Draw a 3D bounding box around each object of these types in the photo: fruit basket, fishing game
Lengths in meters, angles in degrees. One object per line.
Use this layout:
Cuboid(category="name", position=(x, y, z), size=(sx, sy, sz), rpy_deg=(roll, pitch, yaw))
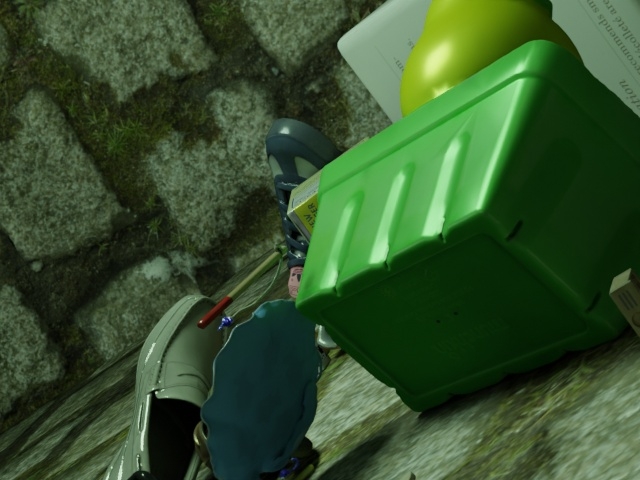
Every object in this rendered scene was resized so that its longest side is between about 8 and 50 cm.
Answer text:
Cuboid(category="fruit basket", position=(0.171, -0.067, 1.579), size=(0.392, 0.283, 0.392), rpy_deg=(-44, 16, 16))
Cuboid(category="fishing game", position=(-0.059, 0.140, 1.599), size=(0.041, 0.264, 0.189), rpy_deg=(14, 39, 31))

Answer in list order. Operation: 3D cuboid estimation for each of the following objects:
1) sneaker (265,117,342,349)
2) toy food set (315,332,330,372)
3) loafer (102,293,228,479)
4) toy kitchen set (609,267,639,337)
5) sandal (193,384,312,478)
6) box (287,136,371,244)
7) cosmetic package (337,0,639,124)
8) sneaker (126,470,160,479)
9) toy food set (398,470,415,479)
Cuboid(category="sneaker", position=(0.000, 0.000, 2.100), size=(0.112, 0.319, 0.131), rpy_deg=(8, 47, 42))
Cuboid(category="toy food set", position=(-0.070, 0.151, 2.149), size=(0.111, 0.104, 0.232), rpy_deg=(-34, 6, 21))
Cuboid(category="loafer", position=(-0.162, 0.197, 1.967), size=(0.111, 0.112, 0.319), rpy_deg=(-24, 42, 45))
Cuboid(category="toy kitchen set", position=(0.259, 0.048, 1.207), size=(0.083, 0.075, 0.068), rpy_deg=(-33, 8, 23))
Cuboid(category="sandal", position=(-0.081, 0.213, 1.795), size=(0.086, 0.120, 0.303), rpy_deg=(-54, -1, -9))
Cuboid(category="box", position=(0.072, 0.007, 1.918), size=(0.117, 0.213, 0.243), rpy_deg=(-35, 6, 5))
Cuboid(category="cosmetic package", position=(0.307, -0.245, 1.978), size=(0.393, 0.329, 0.327), rpy_deg=(-29, 10, 47))
Cuboid(category="sneaker", position=(-0.215, 0.312, 1.534), size=(0.102, 0.146, 0.293), rpy_deg=(-31, 7, 41))
Cuboid(category="toy food set", position=(-0.008, 0.232, 1.188), size=(0.128, 0.071, 0.218), rpy_deg=(-43, 12, 23))
